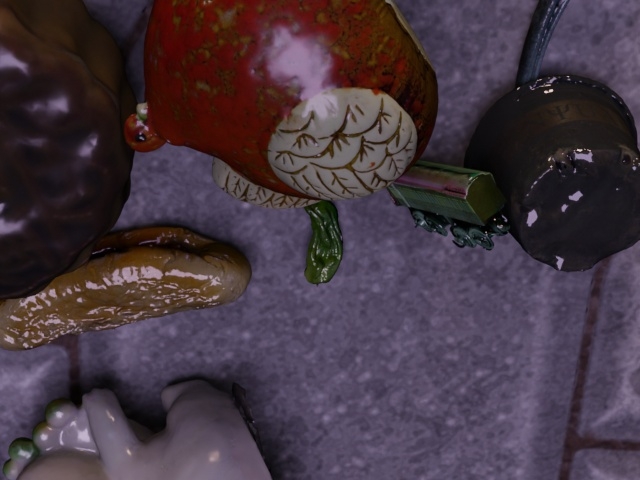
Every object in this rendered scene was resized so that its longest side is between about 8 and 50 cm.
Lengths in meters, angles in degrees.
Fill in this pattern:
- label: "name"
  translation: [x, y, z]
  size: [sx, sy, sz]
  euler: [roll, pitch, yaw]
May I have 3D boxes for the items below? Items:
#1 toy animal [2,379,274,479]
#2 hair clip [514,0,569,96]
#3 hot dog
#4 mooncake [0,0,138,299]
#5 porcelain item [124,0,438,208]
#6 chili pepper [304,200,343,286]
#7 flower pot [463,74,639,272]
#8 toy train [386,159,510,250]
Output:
- label: "toy animal"
  translation: [-0.177, 0.275, 1.066]
  size: [0.310, 0.247, 0.183]
  euler: [-26, 142, -13]
- label: "hair clip"
  translation: [0.200, -0.186, 0.980]
  size: [0.070, 0.039, 0.229]
  euler: [17, 117, -12]
- label: "hot dog"
  translation: [-0.184, 0.036, 1.038]
  size: [0.242, 0.084, 0.073]
  euler: [-12, 114, 5]
- label: "mooncake"
  translation: [-0.288, -0.080, 0.917]
  size: [0.290, 0.161, 0.290]
  euler: [-6, 124, -8]
- label: "porcelain item"
  translation: [-0.042, -0.125, 0.886]
  size: [0.253, 0.253, 0.253]
  euler: [0, 114, -1]
- label: "chili pepper"
  translation: [0.001, 0.000, 1.056]
  size: [0.034, 0.030, 0.091]
  euler: [9, 113, 22]
- label: "flower pot"
  translation: [0.211, -0.048, 0.983]
  size: [0.157, 0.107, 0.157]
  euler: [-5, 122, -8]
- label: "toy train"
  translation: [0.108, -0.032, 0.985]
  size: [0.038, 0.148, 0.071]
  euler: [-38, 113, -16]
